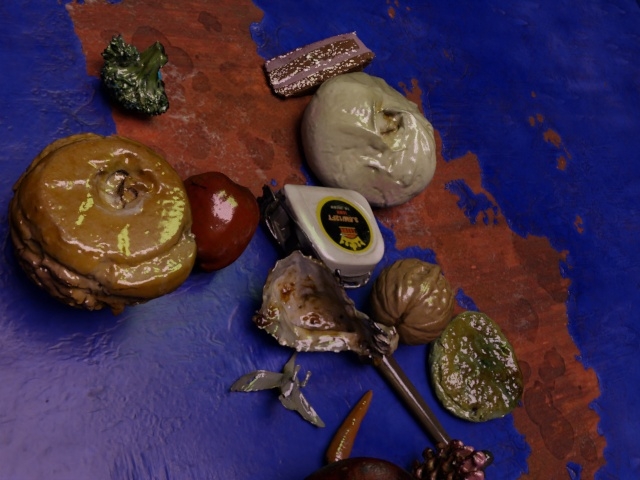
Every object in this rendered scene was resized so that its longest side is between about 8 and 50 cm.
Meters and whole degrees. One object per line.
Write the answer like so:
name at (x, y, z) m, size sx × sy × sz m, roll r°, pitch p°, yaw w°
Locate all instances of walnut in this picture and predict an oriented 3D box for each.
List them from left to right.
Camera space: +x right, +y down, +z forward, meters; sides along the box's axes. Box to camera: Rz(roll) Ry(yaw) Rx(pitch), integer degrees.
walnut at (0.210, 0.137, 1.633) m, size 0.213 × 0.213 × 0.213 m, roll 15°, pitch 60°, yaw -28°

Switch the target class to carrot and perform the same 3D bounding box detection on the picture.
carrot at (0.066, 0.391, 1.509) m, size 0.048 × 0.048 × 0.216 m, roll 44°, pitch 45°, yaw -9°

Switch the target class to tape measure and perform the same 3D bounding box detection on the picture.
tape measure at (0.000, 0.000, 1.594) m, size 0.271 × 0.133 × 0.232 m, roll 5°, pitch 56°, yaw -38°

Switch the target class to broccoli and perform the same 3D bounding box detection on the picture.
broccoli at (-0.375, -0.347, 1.496) m, size 0.154 × 0.160 × 0.167 m, roll 25°, pitch 40°, yaw -55°

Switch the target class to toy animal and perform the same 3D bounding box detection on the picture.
toy animal at (-0.053, 0.282, 1.446) m, size 0.219 × 0.095 × 0.155 m, roll 35°, pitch 57°, yaw -17°

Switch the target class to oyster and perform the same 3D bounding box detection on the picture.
oyster at (0.026, 0.154, 1.504) m, size 0.336 × 0.198 × 0.133 m, roll 27°, pitch 12°, yaw -13°

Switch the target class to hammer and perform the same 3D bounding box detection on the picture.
hammer at (0.222, 0.377, 1.619) m, size 0.168 × 0.044 × 0.440 m, roll -36°, pitch 90°, yaw -41°

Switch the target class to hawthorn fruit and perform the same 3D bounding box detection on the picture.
hawthorn fruit at (-0.225, -0.029, 1.433) m, size 0.185 × 0.185 × 0.202 m, roll 29°, pitch 71°, yaw -19°

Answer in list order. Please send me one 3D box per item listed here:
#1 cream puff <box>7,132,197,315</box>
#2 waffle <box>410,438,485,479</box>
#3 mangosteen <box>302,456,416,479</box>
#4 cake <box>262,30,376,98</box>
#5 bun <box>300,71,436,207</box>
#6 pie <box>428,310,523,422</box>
cream puff at (-0.384, -0.021, 1.280) m, size 0.343 × 0.231 × 0.327 m, roll 42°, pitch 46°, yaw -2°
waffle at (0.239, 0.509, 1.451) m, size 0.055 × 0.221 × 0.234 m, roll 40°, pitch 59°, yaw -20°
mangosteen at (0.066, 0.543, 1.314) m, size 0.305 × 0.359 × 0.306 m, roll 0°, pitch 92°, yaw -9°
cake at (-0.011, -0.439, 1.842) m, size 0.295 × 0.113 × 0.116 m, roll -23°, pitch 76°, yaw -27°
bun at (0.137, -0.257, 1.758) m, size 0.360 × 0.213 × 0.361 m, roll 13°, pitch 64°, yaw -28°
pie at (0.375, 0.303, 1.734) m, size 0.276 × 0.078 × 0.277 m, roll 15°, pitch 58°, yaw -27°
